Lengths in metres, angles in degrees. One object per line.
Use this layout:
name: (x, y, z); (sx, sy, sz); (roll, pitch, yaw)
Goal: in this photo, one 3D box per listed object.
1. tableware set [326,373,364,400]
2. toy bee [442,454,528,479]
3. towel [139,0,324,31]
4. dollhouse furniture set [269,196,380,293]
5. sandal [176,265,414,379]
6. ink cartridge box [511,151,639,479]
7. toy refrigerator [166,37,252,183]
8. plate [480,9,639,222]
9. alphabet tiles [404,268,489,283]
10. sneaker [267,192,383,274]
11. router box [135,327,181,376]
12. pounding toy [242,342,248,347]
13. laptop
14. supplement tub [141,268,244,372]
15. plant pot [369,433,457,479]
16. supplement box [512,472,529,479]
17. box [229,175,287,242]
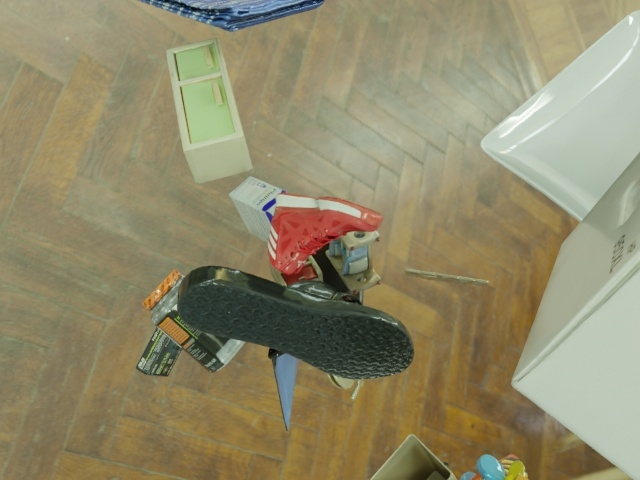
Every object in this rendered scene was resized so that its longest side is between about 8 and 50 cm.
tableware set: (0.049, 0.248, 1.385); (0.128, 0.039, 0.194); (59, 26, -6)
toy bee: (0.393, 0.607, 1.543); (0.298, 0.195, 0.162); (-11, 47, -22)
towel: (-0.189, -0.442, 1.146); (0.243, 0.336, 0.040); (-32, 138, -41)
dollhouse furniture set: (0.006, 0.031, 1.237); (0.184, 0.129, 0.129); (-20, 135, -14)
sandal: (-0.022, 0.123, 1.119); (0.446, 0.167, 0.107); (23, 39, -24)
ink cartridge box: (0.372, 0.113, 0.492); (0.395, 0.166, 0.285); (38, 33, 8)
toy refrigerator: (-0.200, -0.238, 1.152); (0.102, 0.094, 0.269); (-15, 54, -3)
plate: (0.376, -0.131, 0.772); (0.278, 0.277, 0.045); (-40, 135, 2)
alphabet tiles: (0.313, 0.095, 1.649); (0.237, 0.198, 0.009); (35, 63, -80)
sneaker: (0.000, 0.000, 1.012); (0.087, 0.221, 0.128); (17, 86, -38)
router box: (-0.338, 0.233, 1.419); (0.122, 0.038, 0.092); (-64, 161, -5)
pounding toy: (-0.246, 0.168, 1.543); (0.094, 0.206, 0.181); (-36, 77, -8)
laptop: (0.015, 0.193, 1.624); (0.236, 0.408, 0.382); (45, 29, -25)
supplement tub: (-0.237, 0.150, 1.240); (0.190, 0.117, 0.117); (44, 55, -8)
plant pot: (0.168, 0.406, 1.069); (0.109, 0.109, 0.096); (-48, 127, -5)
supplement box: (0.313, 0.541, 1.091); (0.129, 0.194, 0.191); (34, 36, 17)
box: (-0.119, -0.061, 1.464); (0.072, 0.137, 0.126); (-43, 135, -21)
